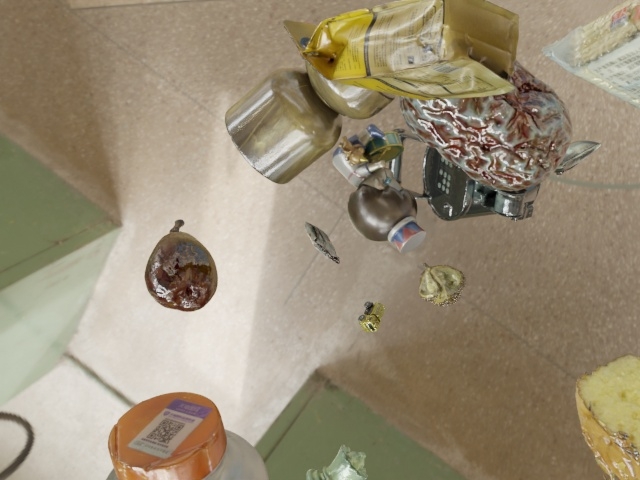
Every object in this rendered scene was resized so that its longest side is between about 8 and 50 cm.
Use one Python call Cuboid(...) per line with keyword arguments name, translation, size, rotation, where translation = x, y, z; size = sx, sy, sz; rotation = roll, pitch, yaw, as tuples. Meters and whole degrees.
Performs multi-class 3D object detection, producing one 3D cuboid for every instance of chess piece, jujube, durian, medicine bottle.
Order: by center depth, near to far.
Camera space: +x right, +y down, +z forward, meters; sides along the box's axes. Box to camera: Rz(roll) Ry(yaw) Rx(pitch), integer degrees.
Cuboid(name="chess piece", translation=(-0.005, 0.175, 0.493), size=(0.093, 0.042, 0.042), rotation=(-39, 92, 5))
Cuboid(name="medicine bottle", translation=(-0.115, 0.285, 0.678), size=(0.157, 0.157, 0.288), rotation=(4, 119, 22))
Cuboid(name="jujube", translation=(0.287, -0.227, 1.275), size=(0.317, 0.226, 0.226), rotation=(31, 121, -19))
Cuboid(name="durian", translation=(0.263, 0.104, 1.598), size=(0.110, 0.140, 0.071), rotation=(-20, 127, -10))

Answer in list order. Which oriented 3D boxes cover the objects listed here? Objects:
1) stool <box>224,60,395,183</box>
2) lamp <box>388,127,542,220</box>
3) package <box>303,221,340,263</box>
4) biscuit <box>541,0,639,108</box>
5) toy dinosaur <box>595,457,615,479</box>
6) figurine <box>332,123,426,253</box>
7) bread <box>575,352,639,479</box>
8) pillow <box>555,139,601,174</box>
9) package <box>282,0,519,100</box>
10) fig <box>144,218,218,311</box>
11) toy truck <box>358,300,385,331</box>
Cuboid(name="stool", translation=(-0.021, -0.246, 1.308), size=(0.264, 0.179, 0.179), rotation=(-35, 94, 23))
Cuboid(name="lamp", translation=(0.381, -0.162, 1.717), size=(0.374, 0.272, 0.205), rotation=(29, 125, 42))
Cuboid(name="package", translation=(0.000, 0.000, 0.802), size=(0.015, 0.110, 0.037), rotation=(-45, 105, 5))
Cuboid(name="biscuit", translation=(0.419, -0.234, 0.795), size=(0.186, 0.079, 0.309), rotation=(17, 158, -24))
Cuboid(name="toy dinosaur", translation=(0.497, 0.378, 1.260), size=(0.041, 0.026, 0.113), rotation=(-37, 70, 57))
Cuboid(name="figurine", translation=(0.128, -0.099, 1.511), size=(0.158, 0.161, 0.275), rotation=(-13, 77, -12))
Cuboid(name="bread", translation=(0.512, 0.309, 1.096), size=(0.260, 0.160, 0.147), rotation=(37, 151, 47))
Cuboid(name="pillow", translation=(0.604, -0.205, 1.749), size=(0.136, 0.091, 0.055), rotation=(-32, 76, -11))
Cuboid(name="package", translation=(0.043, -0.108, 0.418), size=(0.131, 0.071, 0.047), rotation=(8, 96, 45))
Cuboid(name="fig", translation=(-0.330, 0.039, 1.701), size=(0.170, 0.274, 0.145), rotation=(19, 126, -30))
Cuboid(name="toy truck", translation=(0.144, 0.215, 2.012), size=(0.054, 0.083, 0.049), rotation=(-8, 131, 38))
